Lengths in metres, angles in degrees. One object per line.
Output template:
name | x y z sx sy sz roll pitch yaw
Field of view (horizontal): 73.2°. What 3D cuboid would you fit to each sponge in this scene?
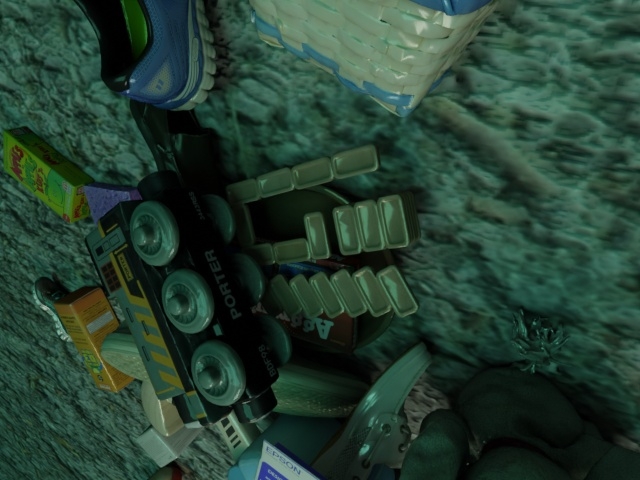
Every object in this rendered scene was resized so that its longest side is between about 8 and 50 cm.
sponge | -0.361 -0.002 0.801 0.117 0.031 0.210 8 117 25

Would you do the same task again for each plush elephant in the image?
plush elephant | 0.227 0.281 0.485 0.272 0.255 0.330 5 116 27

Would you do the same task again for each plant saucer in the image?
plant saucer | -0.016 0.040 0.628 0.278 0.041 0.278 13 121 23

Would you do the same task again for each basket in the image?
basket | 0.052 -0.265 0.315 0.255 0.201 0.289 35 157 8

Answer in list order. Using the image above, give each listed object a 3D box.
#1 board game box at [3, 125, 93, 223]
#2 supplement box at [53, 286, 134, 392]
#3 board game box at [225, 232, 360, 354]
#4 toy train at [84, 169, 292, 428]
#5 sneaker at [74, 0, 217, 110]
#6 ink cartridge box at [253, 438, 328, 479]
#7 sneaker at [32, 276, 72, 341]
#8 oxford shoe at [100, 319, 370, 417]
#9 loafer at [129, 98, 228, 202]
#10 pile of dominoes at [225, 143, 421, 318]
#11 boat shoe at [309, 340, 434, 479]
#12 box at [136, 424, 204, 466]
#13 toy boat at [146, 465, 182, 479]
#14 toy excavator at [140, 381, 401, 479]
board game box | -0.516 -0.124 0.815 0.181 0.043 0.092 36 126 8
supplement box | -0.490 0.221 0.958 0.078 0.080 0.233 -4 114 33
board game box | -0.078 0.065 0.635 0.281 0.027 0.145 12 120 23
toy train | -0.173 0.083 0.560 0.190 0.142 0.334 -26 87 31
sneaker | -0.200 -0.316 0.468 0.130 0.147 0.330 4 104 26
ink cartridge box | 0.010 0.340 0.515 0.206 0.045 0.208 28 126 19
sneaker | -0.589 0.150 0.996 0.076 0.065 0.166 -21 107 18
oxford shoe | -0.131 0.189 0.712 0.449 0.130 0.169 11 139 7
loafer | -0.189 -0.124 0.613 0.078 0.080 0.220 -22 102 36
pile of dominoes | 0.000 0.000 0.545 0.251 0.040 0.196 -9 96 34
boat shoe | 0.082 0.268 0.591 0.096 0.098 0.277 36 91 25
box | -0.331 0.426 0.960 0.087 0.101 0.102 48 127 -1
toy boat | -0.400 0.703 1.137 0.151 0.151 0.231 26 130 -21
toy excavator | -0.101 0.384 0.775 0.433 0.222 0.445 -32 84 35
